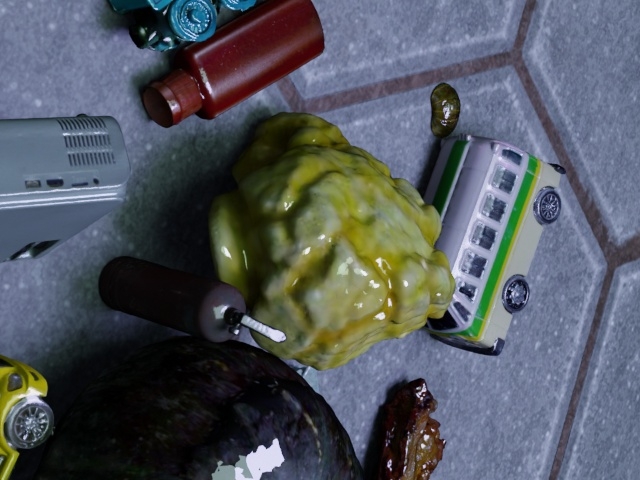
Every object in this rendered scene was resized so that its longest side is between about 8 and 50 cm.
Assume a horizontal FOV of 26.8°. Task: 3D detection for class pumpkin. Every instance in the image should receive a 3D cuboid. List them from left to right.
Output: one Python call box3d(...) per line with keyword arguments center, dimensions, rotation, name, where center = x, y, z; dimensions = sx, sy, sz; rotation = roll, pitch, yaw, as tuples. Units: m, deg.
box3d(center=(-0.148, 0.334, 1.599), dimensions=(0.454, 0.344, 0.454), rotation=(-12, 106, -50), name="pumpkin")
box3d(center=(0.192, -0.193, 2.011), dimensions=(0.050, 0.028, 0.083), rotation=(-12, 110, -41), name="pumpkin")

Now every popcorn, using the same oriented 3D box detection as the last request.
box3d(center=(0.013, -0.002, 1.690), dimensions=(0.293, 0.334, 0.292), rotation=(-8, 107, 1), name="popcorn")

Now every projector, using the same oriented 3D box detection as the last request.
box3d(center=(-0.345, -0.050, 1.415), dimensions=(0.198, 0.250, 0.108), rotation=(-7, 76, -40), name="projector")

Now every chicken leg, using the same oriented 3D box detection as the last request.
box3d(center=(0.134, 0.366, 2.038), dimensions=(0.177, 0.083, 0.322), rotation=(8, 90, -57), name="chicken leg")

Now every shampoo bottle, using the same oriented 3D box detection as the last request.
box3d(center=(-0.110, -0.227, 1.714), dimensions=(0.260, 0.064, 0.102), rotation=(-36, 120, -31), name="shampoo bottle")

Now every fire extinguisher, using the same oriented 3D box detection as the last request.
box3d(center=(-0.154, 0.076, 1.597), dimensions=(0.089, 0.267, 0.072), rotation=(35, 75, -41), name="fire extinguisher")

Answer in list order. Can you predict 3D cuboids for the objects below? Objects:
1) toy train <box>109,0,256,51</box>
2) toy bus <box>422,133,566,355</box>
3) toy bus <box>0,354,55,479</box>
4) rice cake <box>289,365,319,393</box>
box3d(center=(-0.170, -0.320, 1.623), dimensions=(0.198, 0.107, 0.154), rotation=(-41, 115, -29), name="toy train")
box3d(center=(0.225, 0.001, 2.000), dimensions=(0.179, 0.143, 0.305), rotation=(26, 82, -39), name="toy bus")
box3d(center=(-0.432, 0.272, 1.474), dimensions=(0.152, 0.144, 0.330), rotation=(30, 80, -39), name="toy bus")
box3d(center=(-0.034, 0.266, 1.875), dimensions=(0.069, 0.063, 0.206), rotation=(-17, 108, -32), name="rice cake")
